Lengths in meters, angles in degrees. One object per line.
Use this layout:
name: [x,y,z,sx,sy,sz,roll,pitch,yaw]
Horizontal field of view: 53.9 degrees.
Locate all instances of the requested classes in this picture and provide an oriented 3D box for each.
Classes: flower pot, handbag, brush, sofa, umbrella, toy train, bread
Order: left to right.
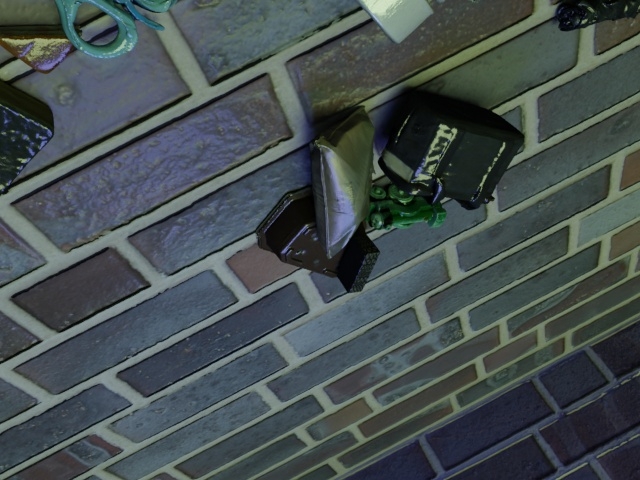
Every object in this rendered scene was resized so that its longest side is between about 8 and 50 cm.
brush: [-0.486,-0.133,0.902,0.197,0.059,0.123,-42,138,16]
bread: [-0.374,-0.257,0.847,0.109,0.043,0.062,-12,136,-22]
flower pot: [0.000,0.000,1.327,0.251,0.084,0.179,20,121,-44]
handbag: [0.045,-0.113,1.180,0.182,0.117,0.270,-47,144,-39]
sofa: [0.077,0.050,1.314,0.039,0.060,0.118,-8,136,-33]
toy train: [0.172,-0.068,1.343,0.178,0.104,0.071,-8,141,-23]
handbag: [0.241,-0.172,1.214,0.255,0.181,0.181,4,124,-33]
umbrella: [0.555,-0.449,1.193,0.224,0.080,0.071,-16,105,-21]

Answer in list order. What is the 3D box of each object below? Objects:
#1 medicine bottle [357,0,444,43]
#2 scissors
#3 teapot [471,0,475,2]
medicine bottle: [0.155,-0.449,0.843,0.332,0.190,0.190,-46,139,19]
scissors: [-0.322,-0.353,0.730,0.180,0.032,0.393,-52,145,7]
teapot: [0.306,-0.447,0.963,0.200,0.077,0.107,-9,120,40]
